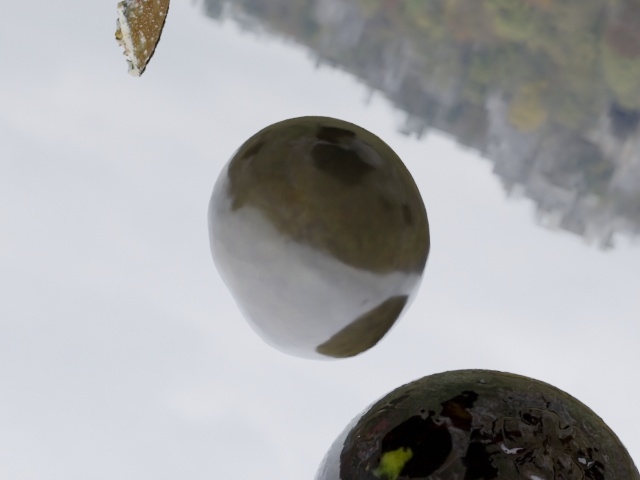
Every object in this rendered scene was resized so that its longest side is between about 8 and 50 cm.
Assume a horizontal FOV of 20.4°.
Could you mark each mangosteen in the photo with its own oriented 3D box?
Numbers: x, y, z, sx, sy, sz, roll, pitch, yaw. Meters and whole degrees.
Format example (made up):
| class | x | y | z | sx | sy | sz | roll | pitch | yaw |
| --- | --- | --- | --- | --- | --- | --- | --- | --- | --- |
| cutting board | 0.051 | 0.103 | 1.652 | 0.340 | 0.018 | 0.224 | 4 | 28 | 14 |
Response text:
| class | x | y | z | sx | sy | sz | roll | pitch | yaw |
| --- | --- | --- | --- | --- | --- | --- | --- | --- | --- |
| mangosteen | 0.119 | 0.240 | 1.402 | 0.288 | 0.288 | 0.288 | 19 | -170 | -4 |

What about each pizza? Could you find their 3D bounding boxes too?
| class | x | y | z | sx | sy | sz | roll | pitch | yaw |
| --- | --- | --- | --- | --- | --- | --- | --- | --- | --- |
| pizza | -0.137 | -0.170 | 1.318 | 0.025 | 0.083 | 0.078 | 15 | 166 | 18 |

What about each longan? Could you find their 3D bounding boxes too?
| class | x | y | z | sx | sy | sz | roll | pitch | yaw |
| --- | --- | --- | --- | --- | --- | --- | --- | --- | --- |
| longan | 0.000 | 0.000 | 1.293 | 0.167 | 0.187 | 0.167 | 1 | -141 | -1 |
